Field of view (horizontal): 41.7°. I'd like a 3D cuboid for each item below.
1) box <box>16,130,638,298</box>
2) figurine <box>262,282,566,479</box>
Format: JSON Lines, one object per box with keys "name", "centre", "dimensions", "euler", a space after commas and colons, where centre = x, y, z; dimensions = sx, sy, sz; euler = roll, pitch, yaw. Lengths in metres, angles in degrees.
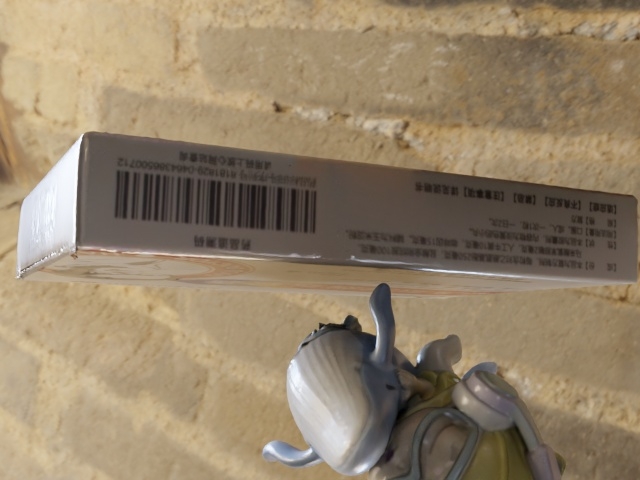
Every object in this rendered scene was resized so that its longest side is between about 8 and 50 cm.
{"name": "box", "centre": [0.000, 0.000, 0.550], "dimensions": [0.214, 0.353, 0.069], "euler": [-13, -107, 63]}
{"name": "figurine", "centre": [0.059, 0.114, 0.496], "dimensions": [0.184, 0.208, 0.128], "euler": [37, -80, 28]}
